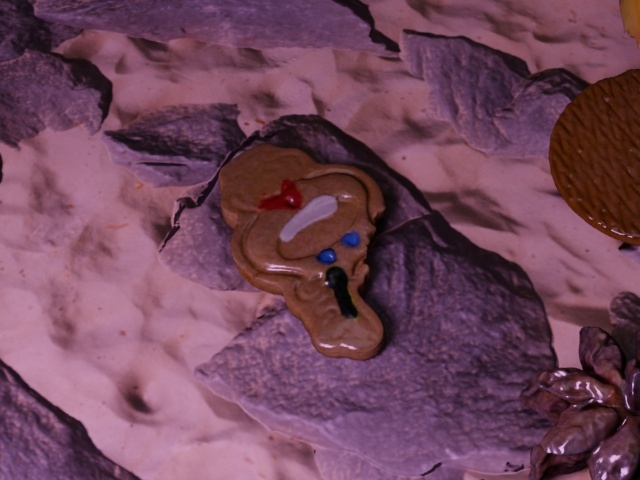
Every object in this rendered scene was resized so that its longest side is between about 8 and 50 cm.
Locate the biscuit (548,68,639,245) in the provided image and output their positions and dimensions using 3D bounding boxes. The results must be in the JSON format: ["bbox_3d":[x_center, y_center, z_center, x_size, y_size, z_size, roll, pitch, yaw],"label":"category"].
[{"bbox_3d":[0.387,-0.093,1.839,0.262,0.037,0.262,-4,52,5],"label":"biscuit"}]

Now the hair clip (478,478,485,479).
[{"bbox_3d":[0.159,0.326,1.546,0.070,0.039,0.229,-10,51,2],"label":"hair clip"}]

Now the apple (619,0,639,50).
[{"bbox_3d":[0.526,-0.277,1.853,0.314,0.252,0.309,-42,47,14],"label":"apple"}]

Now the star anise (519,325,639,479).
[{"bbox_3d":[0.310,0.167,1.610,0.223,0.109,0.236,-8,54,7],"label":"star anise"}]

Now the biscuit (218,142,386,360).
[{"bbox_3d":[-0.008,0.004,1.817,0.183,0.047,0.319,-16,53,-1],"label":"biscuit"}]
